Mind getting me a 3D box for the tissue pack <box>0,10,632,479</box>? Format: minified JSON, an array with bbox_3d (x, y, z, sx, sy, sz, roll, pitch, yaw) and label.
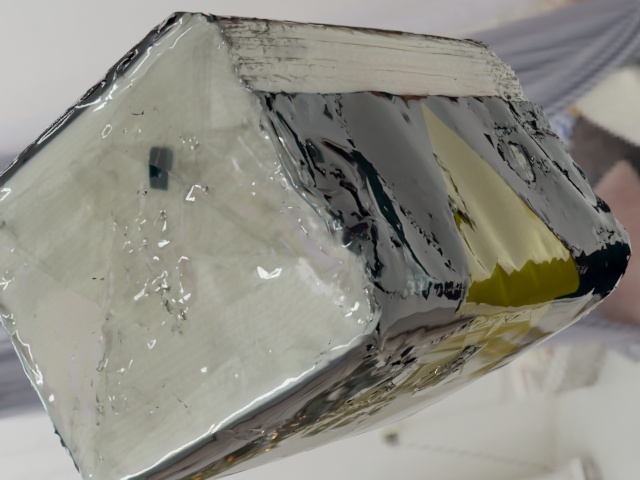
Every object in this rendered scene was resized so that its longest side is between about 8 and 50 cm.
[{"bbox_3d":[0.000,0.000,1.038,0.416,0.264,0.253,-4,-119,-59],"label":"tissue pack"}]
